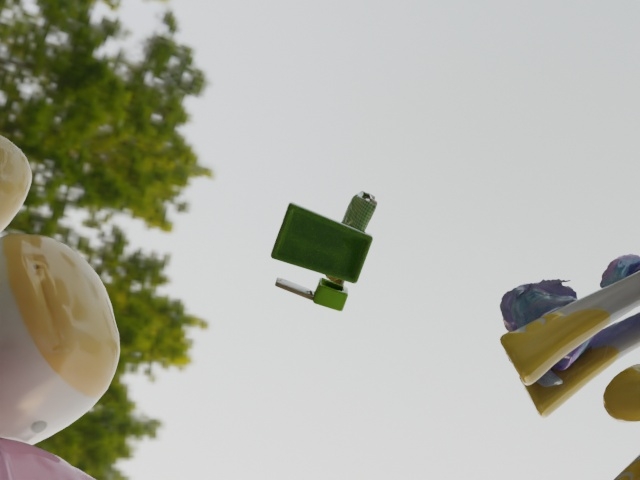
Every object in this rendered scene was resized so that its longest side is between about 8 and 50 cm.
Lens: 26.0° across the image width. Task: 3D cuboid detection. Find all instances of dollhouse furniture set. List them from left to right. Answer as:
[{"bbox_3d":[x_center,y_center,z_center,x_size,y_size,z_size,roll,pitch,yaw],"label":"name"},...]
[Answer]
[{"bbox_3d":[0.000,0.000,0.945,0.059,0.151,0.076,20,-84,-2],"label":"dollhouse furniture set"}]

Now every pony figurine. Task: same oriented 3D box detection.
[{"bbox_3d":[0.313,0.028,1.015,0.363,0.303,0.351,-30,-156,4],"label":"pony figurine"}]

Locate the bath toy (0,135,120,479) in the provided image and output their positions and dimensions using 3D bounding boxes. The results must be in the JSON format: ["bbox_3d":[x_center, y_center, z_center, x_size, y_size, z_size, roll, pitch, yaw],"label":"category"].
[{"bbox_3d":[-0.128,0.086,0.434,0.348,0.151,0.129,-114,-152,-48],"label":"bath toy"}]
